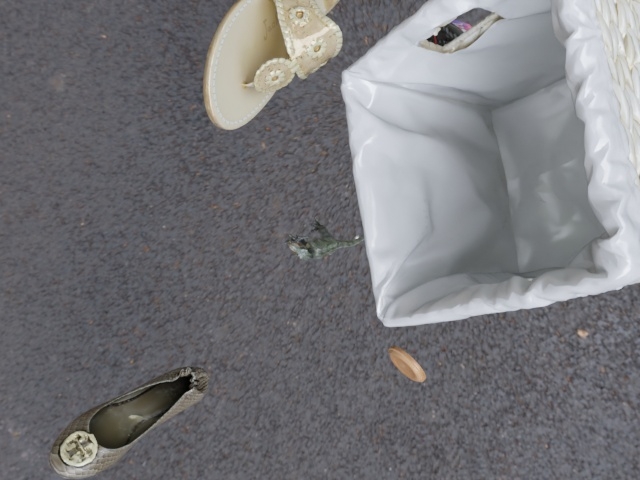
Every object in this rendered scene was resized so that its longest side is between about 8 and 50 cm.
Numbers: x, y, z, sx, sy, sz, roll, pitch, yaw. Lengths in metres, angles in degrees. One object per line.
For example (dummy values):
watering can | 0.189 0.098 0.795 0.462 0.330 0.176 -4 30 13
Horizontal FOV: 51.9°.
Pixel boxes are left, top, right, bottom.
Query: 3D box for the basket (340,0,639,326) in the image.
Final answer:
basket | 0.231 -0.087 0.722 0.267 0.328 0.331 1 77 -33

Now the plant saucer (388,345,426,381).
plant saucer | 0.153 0.224 1.180 0.013 0.083 0.083 -44 94 -18

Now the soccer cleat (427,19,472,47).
soccer cleat | 0.318 -0.454 1.500 0.117 0.318 0.108 -13 115 -5

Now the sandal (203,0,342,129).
sandal | -0.012 -0.194 0.581 0.079 0.240 0.088 10 146 33

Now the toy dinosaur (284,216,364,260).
toy dinosaur | 0.000 0.000 1.469 0.118 0.268 0.064 24 116 36

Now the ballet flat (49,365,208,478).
ballet flat | -0.256 0.242 0.918 0.084 0.250 0.058 52 136 15
